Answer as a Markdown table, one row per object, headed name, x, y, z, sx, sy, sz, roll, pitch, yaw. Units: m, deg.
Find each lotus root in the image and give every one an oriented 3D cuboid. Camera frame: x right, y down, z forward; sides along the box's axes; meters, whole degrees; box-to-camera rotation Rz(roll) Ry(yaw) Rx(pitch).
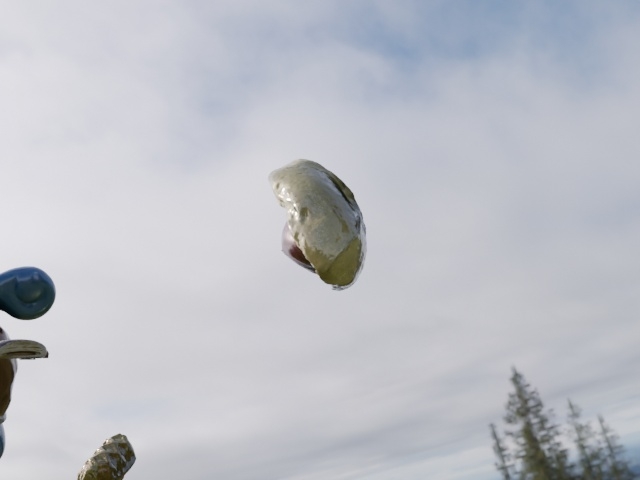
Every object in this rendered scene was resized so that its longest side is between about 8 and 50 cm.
| name | x | y | z | sx | sy | sz | roll | pitch | yaw |
| --- | --- | --- | --- | --- | --- | --- | --- | --- | --- |
| lotus root | -0.455 | 0.165 | 1.251 | 0.083 | 0.030 | 0.037 | 9 | -16 | -37 |

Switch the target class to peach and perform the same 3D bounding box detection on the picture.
| name | x | y | z | sx | sy | sz | roll | pitch | yaw |
| --- | --- | --- | --- | --- | --- | --- | --- | --- | --- |
| peach | 0.000 | 0.000 | 1.490 | 0.152 | 0.152 | 0.152 | -13 | -21 | -5 |

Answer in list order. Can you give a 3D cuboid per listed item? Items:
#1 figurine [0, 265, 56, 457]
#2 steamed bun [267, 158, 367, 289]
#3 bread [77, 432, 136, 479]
| name | x | y | z | sx | sy | sz | roll | pitch | yaw |
| --- | --- | --- | --- | --- | --- | --- | --- | --- | --- |
| figurine | -0.668 | 0.229 | 1.549 | 0.243 | 0.416 | 0.298 | 21 | -5 | -43 |
| steamed bun | 0.008 | -0.034 | 1.248 | 0.110 | 0.212 | 0.231 | -30 | -6 | 1 |
| bread | -0.315 | 0.336 | 1.212 | 0.060 | 0.066 | 0.110 | 21 | 15 | 3 |
